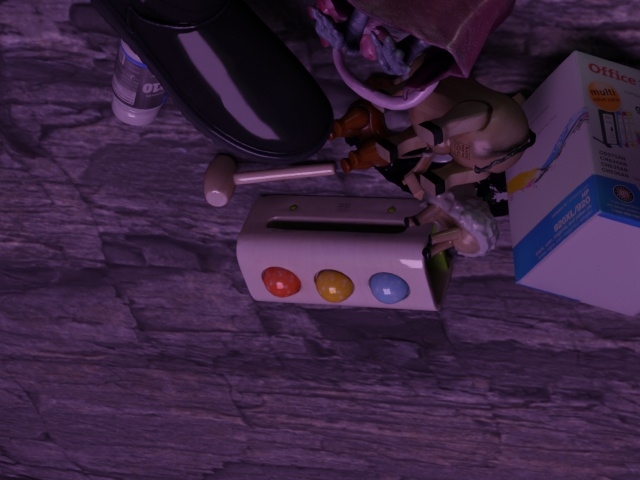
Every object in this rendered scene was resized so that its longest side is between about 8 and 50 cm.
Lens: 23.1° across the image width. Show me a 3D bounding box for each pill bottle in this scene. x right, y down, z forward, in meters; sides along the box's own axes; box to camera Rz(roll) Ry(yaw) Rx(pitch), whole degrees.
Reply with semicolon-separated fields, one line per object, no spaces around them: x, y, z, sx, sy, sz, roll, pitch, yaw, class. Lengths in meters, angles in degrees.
-0.231;-0.217;2.035;0.078;0.078;0.137;22;141;0;pill bottle

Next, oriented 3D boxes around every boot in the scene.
-0.109;-0.280;1.698;0.367;0.146;0.445;39;160;2;boot

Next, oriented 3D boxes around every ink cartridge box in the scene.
0.329;-0.066;1.804;0.171;0.232;0.168;14;143;-22;ink cartridge box

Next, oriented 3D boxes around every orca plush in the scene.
0.155;-0.080;1.997;0.287;0.102;0.151;25;140;-4;orca plush

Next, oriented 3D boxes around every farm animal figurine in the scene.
0.135;-0.186;1.823;0.326;0.172;0.330;52;154;33;farm animal figurine

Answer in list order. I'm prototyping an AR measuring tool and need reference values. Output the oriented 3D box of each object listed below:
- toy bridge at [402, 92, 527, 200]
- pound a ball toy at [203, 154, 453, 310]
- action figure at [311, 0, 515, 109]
0.177;-0.125;1.942;0.188;0.063;0.026;-35;151;17;toy bridge
0.000;0.000;2.133;0.319;0.135;0.208;2;137;21;pound a ball toy
0.187;-0.294;1.589;0.248;0.370;0.275;43;169;21;action figure
